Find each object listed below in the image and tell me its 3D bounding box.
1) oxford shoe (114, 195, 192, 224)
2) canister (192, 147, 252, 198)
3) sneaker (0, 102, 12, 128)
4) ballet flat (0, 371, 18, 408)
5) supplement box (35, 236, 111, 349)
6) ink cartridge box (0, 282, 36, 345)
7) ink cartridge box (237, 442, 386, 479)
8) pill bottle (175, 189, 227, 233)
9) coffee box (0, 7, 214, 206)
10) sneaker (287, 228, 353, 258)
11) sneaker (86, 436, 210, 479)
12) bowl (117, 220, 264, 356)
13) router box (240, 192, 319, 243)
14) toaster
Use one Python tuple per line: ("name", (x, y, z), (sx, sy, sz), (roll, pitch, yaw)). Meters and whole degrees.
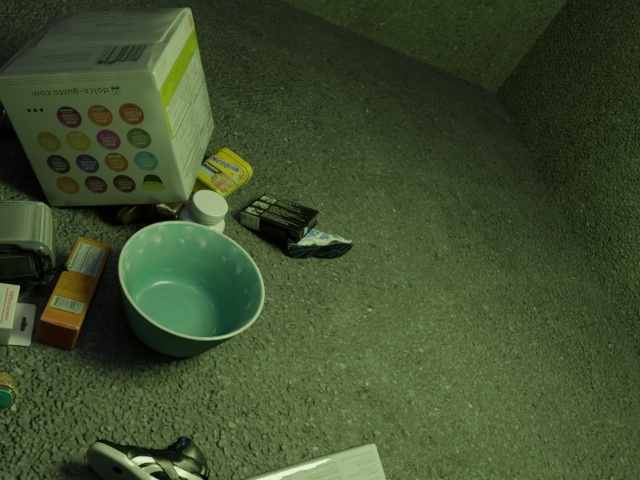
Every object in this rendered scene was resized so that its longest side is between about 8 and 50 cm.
("oxford shoe", (-0.400, -0.076, 1.490), (0.227, 0.083, 0.096), (-24, 70, -46))
("canister", (-0.286, -0.179, 1.686), (0.126, 0.073, 0.170), (37, 40, 3))
("sneaker", (-0.765, -0.286, 1.430), (0.323, 0.130, 0.236), (14, 52, -31))
("ballet flat", (-0.624, 0.246, 1.020), (0.206, 0.073, 0.067), (17, 14, -24))
("supplement box", (-0.501, 0.103, 1.234), (0.080, 0.078, 0.233), (20, 40, -14))
("ink cartridge box", (-0.630, 0.132, 1.123), (0.180, 0.060, 0.104), (11, 43, -27))
("ink cartridge box", (0.018, 0.603, 1.107), (0.308, 0.091, 0.385), (-1, 67, -37))
("pill bottle", (-0.291, -0.027, 1.429), (0.112, 0.186, 0.112), (20, 40, -17))
("coffee box", (-0.466, -0.310, 1.399), (0.338, 0.334, 0.338), (-1, 42, 4))
("sneaker", (0.000, 0.000, 1.695), (0.211, 0.080, 0.081), (4, 49, -33))
("sneaker", (-0.301, 0.392, 1.082), (0.217, 0.079, 0.121), (36, 34, -11))
("bowl", (-0.294, 0.124, 1.289), (0.312, 0.163, 0.311), (20, 40, -18))
("router box", (-0.111, -0.063, 1.660), (0.179, 0.046, 0.133), (20, 35, 19))
("toaster", (-0.616, 0.005, 1.191), (0.227, 0.129, 0.146), (-4, 47, -15))
